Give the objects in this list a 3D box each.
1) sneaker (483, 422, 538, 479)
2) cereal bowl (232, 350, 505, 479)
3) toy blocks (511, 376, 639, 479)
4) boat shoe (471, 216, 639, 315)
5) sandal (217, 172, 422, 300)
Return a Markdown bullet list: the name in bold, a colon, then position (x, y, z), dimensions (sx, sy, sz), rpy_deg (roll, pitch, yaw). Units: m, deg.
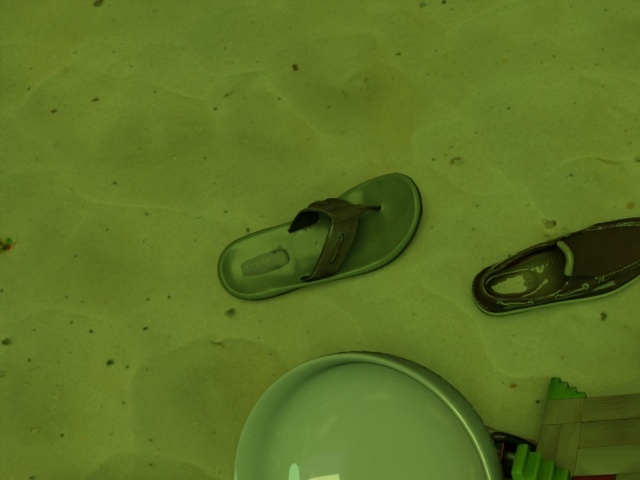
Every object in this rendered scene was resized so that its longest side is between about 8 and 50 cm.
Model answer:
- **sneaker**: position (0.210, 0.260, 1.170), dimensions (0.178, 0.077, 0.072), rpy_deg (6, 77, 12)
- **cereal bowl**: position (0.070, 0.299, 1.131), dimensions (0.338, 0.141, 0.339), rpy_deg (-2, 86, 28)
- **toy blocks**: position (0.360, 0.284, 0.990), dimensions (0.260, 0.381, 0.191), rpy_deg (-10, 113, 26)
- **boat shoe**: position (0.321, 0.035, 1.194), dimensions (0.257, 0.095, 0.095), rpy_deg (-23, 74, 4)
- **sandal**: position (-0.001, 0.002, 1.265), dimensions (0.302, 0.086, 0.120), rpy_deg (-24, 74, 4)
